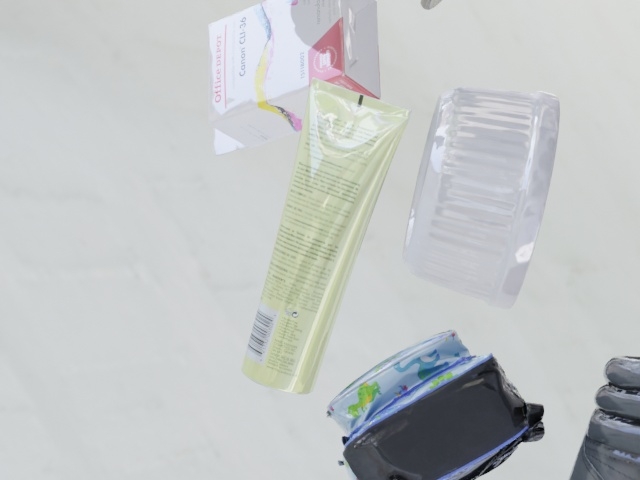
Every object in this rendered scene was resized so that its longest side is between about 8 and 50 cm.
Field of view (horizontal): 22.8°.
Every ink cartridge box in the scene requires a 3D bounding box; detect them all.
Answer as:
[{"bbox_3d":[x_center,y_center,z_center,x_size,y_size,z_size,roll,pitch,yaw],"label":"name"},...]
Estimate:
[{"bbox_3d":[-0.043,-0.164,1.516,0.067,0.198,0.115,28,-128,-48],"label":"ink cartridge box"}]

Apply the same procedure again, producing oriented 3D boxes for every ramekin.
[{"bbox_3d":[0.146,-0.046,1.483,0.109,0.207,0.207,12,-151,0],"label":"ramekin"}]

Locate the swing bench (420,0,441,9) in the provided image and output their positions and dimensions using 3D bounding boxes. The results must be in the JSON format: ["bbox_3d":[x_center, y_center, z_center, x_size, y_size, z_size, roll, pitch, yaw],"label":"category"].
[{"bbox_3d":[0.069,-0.414,1.593,0.254,0.253,0.165,29,-127,8],"label":"swing bench"}]

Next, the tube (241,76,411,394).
[{"bbox_3d":[0.000,0.000,1.244,0.070,0.240,0.062,14,-171,-13],"label":"tube"}]

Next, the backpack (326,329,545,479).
[{"bbox_3d":[0.057,0.102,0.877,0.084,0.105,0.114,58,172,12],"label":"backpack"}]

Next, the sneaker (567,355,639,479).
[{"bbox_3d":[0.244,0.123,0.734,0.104,0.295,0.147,3,-86,-58],"label":"sneaker"}]
